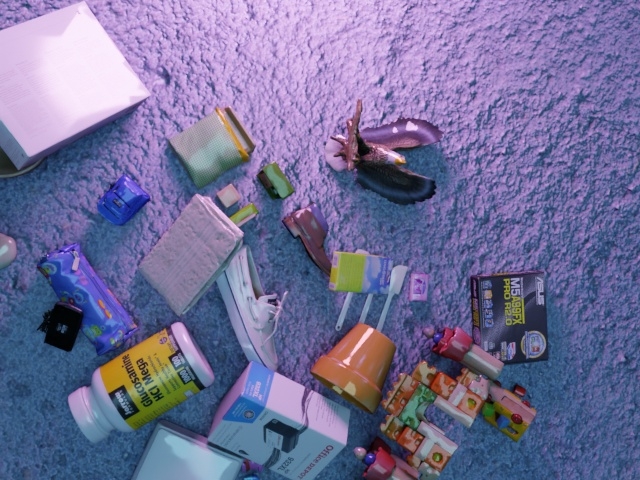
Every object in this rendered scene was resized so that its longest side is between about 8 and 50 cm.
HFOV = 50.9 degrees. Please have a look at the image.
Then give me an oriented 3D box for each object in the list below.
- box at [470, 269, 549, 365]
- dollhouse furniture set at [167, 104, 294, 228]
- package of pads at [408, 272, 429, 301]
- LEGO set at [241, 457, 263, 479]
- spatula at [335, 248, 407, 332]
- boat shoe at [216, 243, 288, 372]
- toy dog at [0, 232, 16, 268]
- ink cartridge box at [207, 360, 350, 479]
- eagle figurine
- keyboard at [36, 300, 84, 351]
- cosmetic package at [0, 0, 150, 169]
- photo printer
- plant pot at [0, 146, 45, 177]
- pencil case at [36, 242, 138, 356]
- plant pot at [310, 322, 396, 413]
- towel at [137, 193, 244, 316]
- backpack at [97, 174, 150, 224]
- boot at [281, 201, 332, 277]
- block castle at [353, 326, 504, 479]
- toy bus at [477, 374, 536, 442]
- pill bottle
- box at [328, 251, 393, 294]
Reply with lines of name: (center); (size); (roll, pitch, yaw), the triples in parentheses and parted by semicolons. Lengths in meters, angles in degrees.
box: (0.560, 0.229, 1.990); (0.216, 0.060, 0.270); (-3, 93, -11)
dollhouse furniture set: (-0.240, -0.196, 1.764); (0.197, 0.151, 0.302); (-35, 98, -8)
package of pads: (0.284, 0.136, 1.944); (0.050, 0.032, 0.083); (4, 91, -13)
LEGO set: (-0.158, 0.702, 1.845); (0.093, 0.087, 0.227); (-7, 94, -11)
spatula: (0.137, 0.162, 1.925); (0.168, 0.019, 0.242); (21, 89, -17)
boat shoe: (-0.156, 0.180, 1.799); (0.156, 0.136, 0.367); (-21, 89, 7)
toy dog: (-0.931, -0.017, 1.498); (0.395, 0.408, 0.285); (-20, 95, -11)
ink cartridge box: (-0.108, 0.488, 1.776); (0.307, 0.129, 0.223); (29, 123, -11)
eagle figurine: (0.183, -0.232, 1.858); (0.298, 0.225, 0.226); (6, 136, -40)
keyboard: (-0.656, 0.206, 1.702); (0.100, 0.038, 0.192); (26, 131, -11)
cosmetic package: (-0.644, -0.381, 1.616); (0.377, 0.097, 0.284); (-41, 102, -40)
photo printer: (-0.379, 0.666, 1.781); (0.256, 0.107, 0.308); (26, 87, -6)
plant pot: (-0.782, -0.271, 1.672); (0.237, 0.109, 0.238); (0, 92, -13)
pencil case: (-0.593, 0.145, 1.716); (0.306, 0.133, 0.119); (58, 41, -9)
plant pot: (0.106, 0.337, 1.836); (0.205, 0.205, 0.188); (37, 75, -10)
towel: (-0.336, 0.035, 1.747); (0.187, 0.049, 0.282); (45, 101, 16)
backpack: (-0.518, -0.101, 1.739); (0.098, 0.101, 0.120); (44, 87, -3)
boot: (0.000, 0.000, 1.857); (0.106, 0.082, 0.219); (-39, 97, -5)
block castle: (0.273, 0.448, 1.807); (0.212, 0.303, 0.453); (33, 85, 7)
toy bus: (0.522, 0.495, 1.965); (0.190, 0.202, 0.104); (13, 120, -19)
pill bottle: (-0.457, 0.368, 1.719); (0.333, 0.188, 0.188); (-31, 97, -9)
box: (0.113, 0.091, 1.865); (0.178, 0.042, 0.109); (7, 92, -30)
